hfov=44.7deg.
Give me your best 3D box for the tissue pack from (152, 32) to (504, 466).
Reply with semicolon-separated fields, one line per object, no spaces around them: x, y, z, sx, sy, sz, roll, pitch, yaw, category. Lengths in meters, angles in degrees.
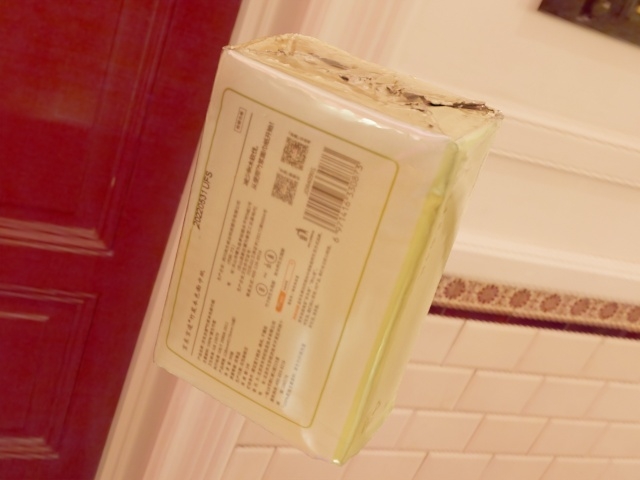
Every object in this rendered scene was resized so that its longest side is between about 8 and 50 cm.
0.000;0.000;0.512;0.159;0.234;0.125;25;26;18;tissue pack
